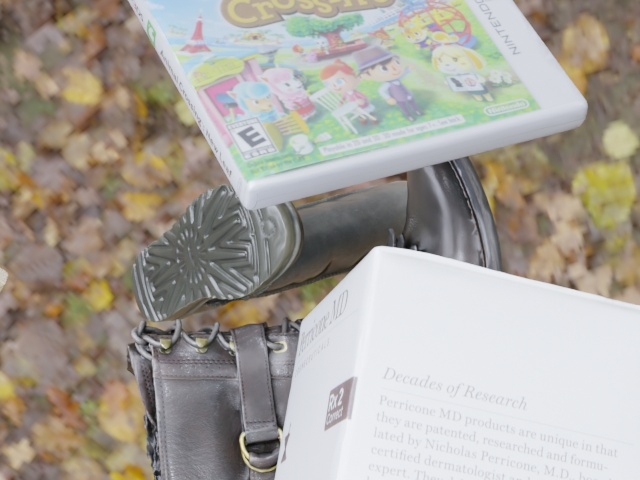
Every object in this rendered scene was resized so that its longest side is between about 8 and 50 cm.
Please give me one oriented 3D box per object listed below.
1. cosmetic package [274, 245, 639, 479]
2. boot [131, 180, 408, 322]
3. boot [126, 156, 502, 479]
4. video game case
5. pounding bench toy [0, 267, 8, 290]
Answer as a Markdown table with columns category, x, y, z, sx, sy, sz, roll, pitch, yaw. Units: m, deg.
| category | x | y | z | sx | sy | sz | roll | pitch | yaw |
| --- | --- | --- | --- | --- | --- | --- | --- | --- | --- |
| cosmetic package | 0.064 | 0.121 | 0.884 | 0.151 | 0.151 | 0.184 | 13 | 71 | -11 |
| boot | 0.000 | -0.002 | 1.196 | 0.189 | 0.208 | 0.076 | -19 | 80 | 54 |
| boot | -0.007 | 0.063 | 1.138 | 0.229 | 0.091 | 0.263 | -1 | 90 | -9 |
| video game case | 0.016 | -0.115 | 1.029 | 0.212 | 0.023 | 0.193 | -15 | 54 | -22 |
| pounding bench toy | -0.204 | 0.040 | 0.982 | 0.083 | 0.052 | 0.065 | 2 | 45 | -30 |
